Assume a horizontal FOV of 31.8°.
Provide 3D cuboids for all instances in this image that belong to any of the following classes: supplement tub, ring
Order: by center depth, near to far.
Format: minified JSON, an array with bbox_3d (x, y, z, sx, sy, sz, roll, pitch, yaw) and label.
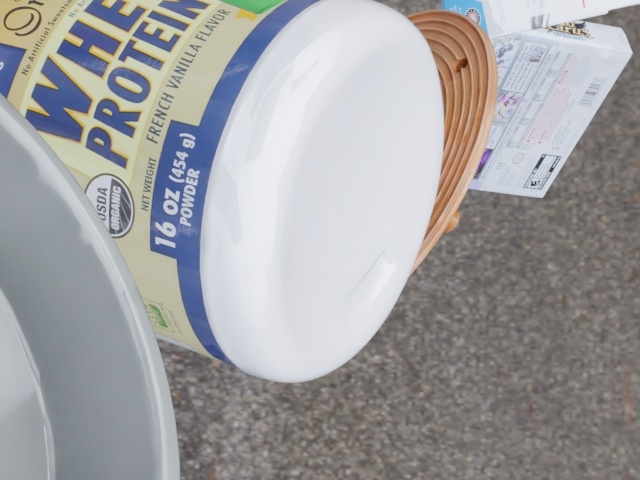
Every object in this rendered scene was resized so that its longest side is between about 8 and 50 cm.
[{"bbox_3d":[-0.106,-0.061,0.711,0.228,0.316,0.228,-37,135,-48],"label":"supplement tub"},{"bbox_3d":[0.033,-0.054,0.986,0.032,0.337,0.336,32,69,-28],"label":"ring"}]

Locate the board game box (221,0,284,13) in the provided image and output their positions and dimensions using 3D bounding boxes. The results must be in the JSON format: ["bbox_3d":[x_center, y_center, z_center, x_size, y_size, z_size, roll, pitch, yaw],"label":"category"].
[{"bbox_3d":[-0.086,-0.235,0.275,0.214,0.046,0.317,13,69,-37],"label":"board game box"}]

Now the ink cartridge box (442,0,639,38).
[{"bbox_3d":[0.199,-0.246,1.022,0.060,0.180,0.104,-46,125,-74],"label":"ink cartridge box"}]

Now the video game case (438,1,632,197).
[{"bbox_3d":[0.229,-0.177,1.459,0.244,0.269,0.061,6,48,-17],"label":"video game case"}]

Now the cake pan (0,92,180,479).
[{"bbox_3d":[-0.165,0.040,0.335,0.293,0.054,0.293,38,36,-34],"label":"cake pan"}]
